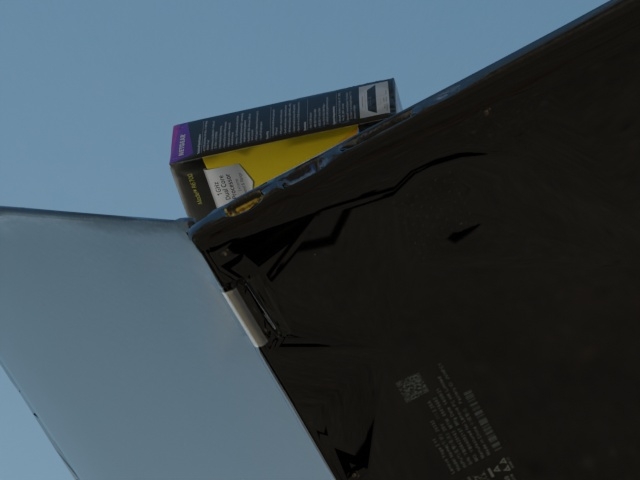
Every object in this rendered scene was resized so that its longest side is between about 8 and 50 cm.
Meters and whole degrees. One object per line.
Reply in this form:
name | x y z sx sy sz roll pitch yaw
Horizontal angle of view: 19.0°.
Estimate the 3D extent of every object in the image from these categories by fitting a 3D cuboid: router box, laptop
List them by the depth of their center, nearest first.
laptop | 0.063 0.080 0.935 0.408 0.236 0.382 -28 -65 3
router box | 0.000 0.000 1.124 0.133 0.046 0.179 -12 -53 9
